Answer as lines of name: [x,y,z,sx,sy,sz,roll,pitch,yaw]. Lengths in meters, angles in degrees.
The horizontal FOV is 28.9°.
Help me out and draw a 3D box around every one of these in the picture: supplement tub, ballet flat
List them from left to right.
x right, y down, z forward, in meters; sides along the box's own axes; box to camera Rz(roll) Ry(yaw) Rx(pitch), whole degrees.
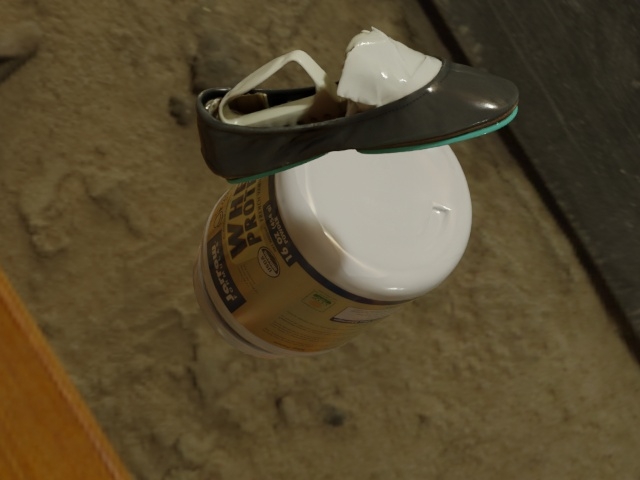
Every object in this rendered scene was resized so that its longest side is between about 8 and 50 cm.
supplement tub: [0.000,0.000,1.396,0.316,0.228,0.228,-39,71,56]
ballet flat: [0.017,-0.112,1.011,0.280,0.095,0.096,-11,121,22]
